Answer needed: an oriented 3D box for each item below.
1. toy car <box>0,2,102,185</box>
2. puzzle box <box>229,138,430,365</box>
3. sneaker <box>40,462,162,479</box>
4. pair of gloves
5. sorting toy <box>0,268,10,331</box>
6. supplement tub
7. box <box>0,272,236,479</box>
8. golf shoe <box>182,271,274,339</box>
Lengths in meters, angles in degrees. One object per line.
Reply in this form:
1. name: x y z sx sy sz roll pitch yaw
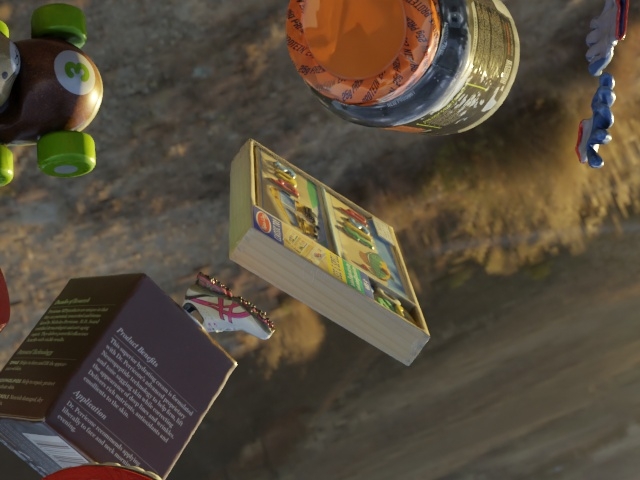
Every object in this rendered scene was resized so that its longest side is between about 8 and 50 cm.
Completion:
1. toy car: -0.281 -0.150 1.025 0.149 0.155 0.188 -8 164 4
2. puzzle box: 0.000 0.000 1.632 0.052 0.272 0.409 -55 -165 15
3. sneaker: -0.153 0.267 1.108 0.279 0.107 0.118 12 162 11
4. pair of gloves: 0.287 -0.169 1.232 0.023 0.198 0.159 6 177 3
5. sorting toy: -0.423 -0.043 1.027 0.126 0.365 0.127 -26 -162 17
6. supplement tub: 0.098 -0.229 1.378 0.207 0.207 0.338 -27 173 20
7. box: -0.240 0.166 1.336 0.167 0.203 0.168 -6 133 48
8. golf shoe: -0.158 0.130 2.047 0.086 0.186 0.067 -58 147 -3
